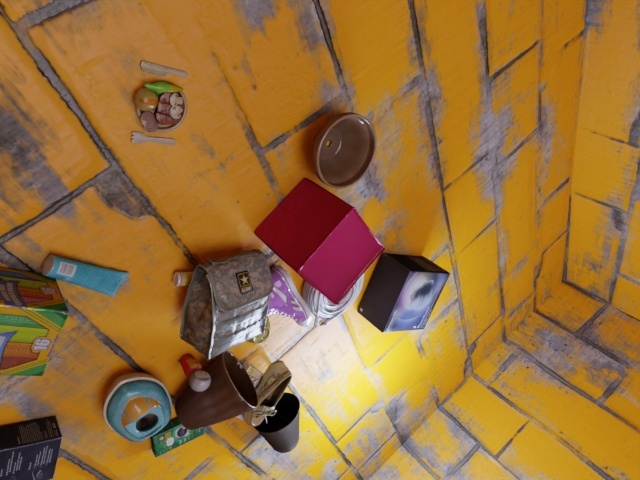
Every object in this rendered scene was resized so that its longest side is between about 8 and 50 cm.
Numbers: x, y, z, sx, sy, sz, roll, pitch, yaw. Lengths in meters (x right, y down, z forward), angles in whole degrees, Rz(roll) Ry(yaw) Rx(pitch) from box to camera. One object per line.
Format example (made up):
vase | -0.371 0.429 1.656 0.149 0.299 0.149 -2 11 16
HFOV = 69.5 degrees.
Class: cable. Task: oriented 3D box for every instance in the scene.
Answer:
cable | 0.050 0.178 1.760 0.257 0.089 0.257 -25 129 -28

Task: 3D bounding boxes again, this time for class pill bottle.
pill bottle | -0.391 0.113 1.368 0.083 0.043 0.043 2 114 -41

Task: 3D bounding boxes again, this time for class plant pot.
plant pot | -0.366 0.528 1.561 0.230 0.215 0.215 -32 135 -1
plant pot | 0.054 -0.291 1.448 0.237 0.110 0.237 -22 129 -29
plant pot | -0.226 0.300 1.592 0.134 0.095 0.134 -21 128 -29

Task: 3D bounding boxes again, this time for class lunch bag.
lunch bag | -0.275 0.174 1.399 0.235 0.169 0.287 -17 126 -51

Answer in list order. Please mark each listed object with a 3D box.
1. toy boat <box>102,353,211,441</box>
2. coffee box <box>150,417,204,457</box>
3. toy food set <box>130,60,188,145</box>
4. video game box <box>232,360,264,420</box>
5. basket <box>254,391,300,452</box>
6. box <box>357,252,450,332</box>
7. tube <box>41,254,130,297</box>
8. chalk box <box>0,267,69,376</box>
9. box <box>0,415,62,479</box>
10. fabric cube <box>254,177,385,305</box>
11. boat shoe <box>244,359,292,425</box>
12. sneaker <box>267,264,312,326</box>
toy boat | -0.502 0.485 1.433 0.318 0.148 0.267 -33 133 -20
coffee box | -0.504 0.677 1.632 0.184 0.040 0.113 -17 126 -32
toy food set | -0.380 -0.318 1.107 0.132 0.038 0.192 -2 117 -40
video game box | -0.287 0.570 1.746 0.187 0.048 0.205 -44 136 -8
basket | -0.166 0.766 1.907 0.204 0.154 0.227 -28 135 -23
box | 0.358 0.226 1.990 0.294 0.183 0.296 6 112 -41
tube | -0.595 0.090 1.179 0.080 0.052 0.207 -52 142 5
chalk box | -0.742 0.168 1.001 0.289 0.179 0.180 17 104 -46
box | -0.815 0.586 1.266 0.158 0.093 0.156 4 113 -43
fabric cube | 0.000 0.000 1.479 0.259 0.258 0.254 -48 136 -6
boat shoe | -0.199 0.592 1.738 0.104 0.089 0.285 13 106 -46
sneaker | -0.144 0.234 1.609 0.161 0.102 0.282 -45 126 -25
